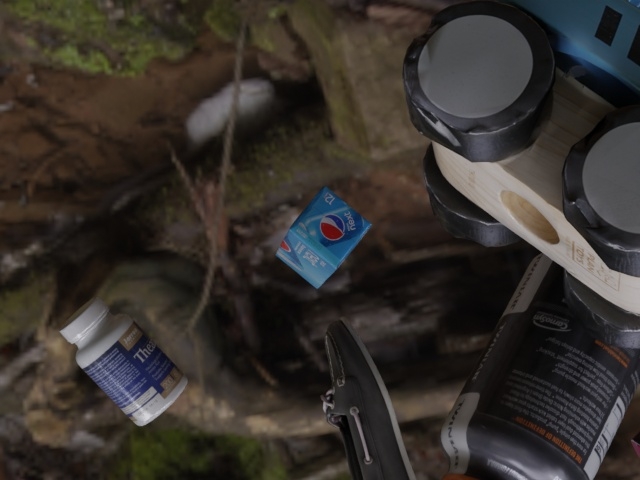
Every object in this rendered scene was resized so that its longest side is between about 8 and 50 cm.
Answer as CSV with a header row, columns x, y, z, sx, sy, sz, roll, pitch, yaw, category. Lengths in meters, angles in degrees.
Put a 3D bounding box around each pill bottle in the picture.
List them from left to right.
x,y,z,sx,sy,sz,roll,pitch,yaw,category
-0.188,0.112,1.244,0.067,0.067,0.120,-35,103,34,pill bottle
0.183,0.139,1.095,0.130,0.245,0.130,27,157,13,pill bottle

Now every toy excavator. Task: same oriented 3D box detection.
x,y,z,sx,sy,sz,roll,pitch,yaw,category
0.342,-0.122,0.966,0.445,0.433,0.222,-48,157,-9,toy excavator

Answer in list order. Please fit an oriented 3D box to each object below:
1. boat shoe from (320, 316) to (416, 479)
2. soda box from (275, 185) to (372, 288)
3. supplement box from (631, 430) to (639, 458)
x,y,z,sx,sy,sz,roll,pitch,yaw,category
0.054,0.260,1.653,0.095,0.335,0.112,-19,163,-10,boat shoe
0.000,0.000,1.541,0.067,0.071,0.210,-51,180,-11,soda box
0.574,0.281,1.967,0.188,0.104,0.081,-42,127,-11,supplement box
